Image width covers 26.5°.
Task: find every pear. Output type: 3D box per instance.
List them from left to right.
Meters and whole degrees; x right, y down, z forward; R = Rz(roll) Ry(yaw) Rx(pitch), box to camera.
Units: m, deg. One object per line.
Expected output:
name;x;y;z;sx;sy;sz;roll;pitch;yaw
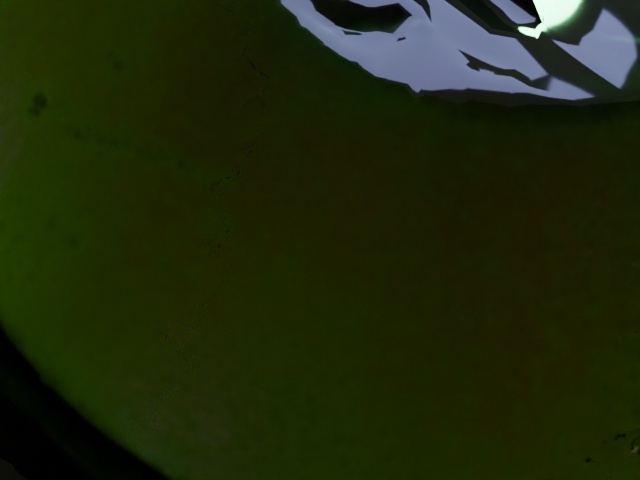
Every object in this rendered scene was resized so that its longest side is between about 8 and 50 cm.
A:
pear;0.036;-0.057;0.564;0.399;0.165;0.399;13;44;-12
